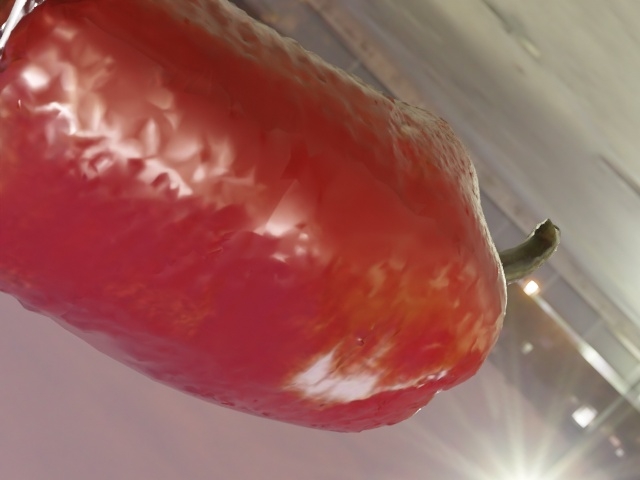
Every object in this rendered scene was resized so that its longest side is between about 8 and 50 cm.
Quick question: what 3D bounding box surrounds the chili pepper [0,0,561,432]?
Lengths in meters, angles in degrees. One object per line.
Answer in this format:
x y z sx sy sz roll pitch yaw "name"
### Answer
-0.001 0.005 0.534 0.338 0.135 0.131 30 -176 -40 "chili pepper"
